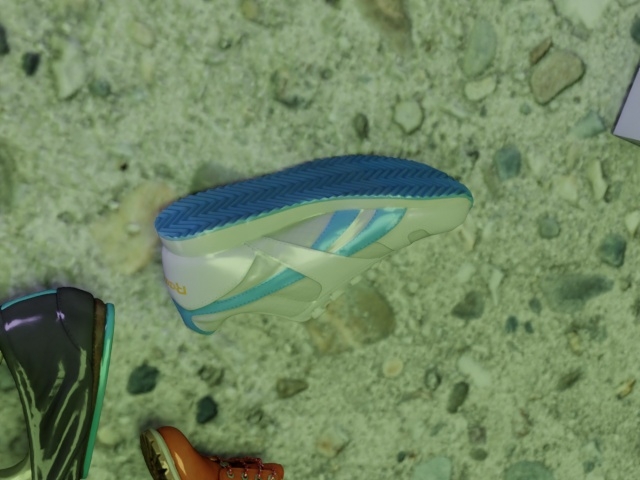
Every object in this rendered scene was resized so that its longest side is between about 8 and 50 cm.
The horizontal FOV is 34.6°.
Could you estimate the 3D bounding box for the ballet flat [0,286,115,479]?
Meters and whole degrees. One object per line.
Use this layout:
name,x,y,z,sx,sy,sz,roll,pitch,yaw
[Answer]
ballet flat,-0.193,0.168,0.691,0.096,0.095,0.280,2,94,-15

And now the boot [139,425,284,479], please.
boot,-0.073,0.179,0.766,0.085,0.059,0.158,-38,125,-14

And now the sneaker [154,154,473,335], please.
sneaker,0.000,0.000,0.734,0.229,0.087,0.092,-13,117,-13

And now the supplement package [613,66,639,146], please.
supplement package,0.393,-0.102,0.849,0.244,0.134,0.139,18,97,-28
